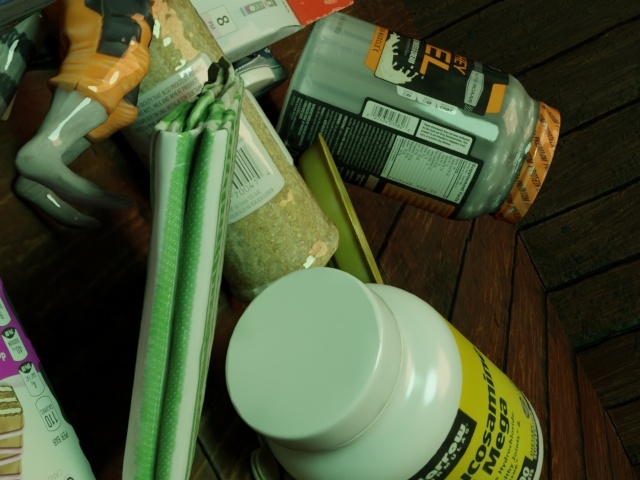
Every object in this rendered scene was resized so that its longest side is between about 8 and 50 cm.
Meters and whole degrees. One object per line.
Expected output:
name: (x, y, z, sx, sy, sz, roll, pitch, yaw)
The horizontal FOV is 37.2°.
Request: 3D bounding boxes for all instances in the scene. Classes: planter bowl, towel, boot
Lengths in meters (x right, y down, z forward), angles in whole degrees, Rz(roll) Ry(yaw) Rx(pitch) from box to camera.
planter bowl: (0.000, 0.000, 1.031, 0.217, 0.090, 0.217, -22, 90, -85)
towel: (-0.084, 0.015, 0.624, 0.325, 0.038, 0.247, -100, -163, -74)
boot: (-0.096, -0.210, 1.118, 0.086, 0.069, 0.190, 56, 12, -5)

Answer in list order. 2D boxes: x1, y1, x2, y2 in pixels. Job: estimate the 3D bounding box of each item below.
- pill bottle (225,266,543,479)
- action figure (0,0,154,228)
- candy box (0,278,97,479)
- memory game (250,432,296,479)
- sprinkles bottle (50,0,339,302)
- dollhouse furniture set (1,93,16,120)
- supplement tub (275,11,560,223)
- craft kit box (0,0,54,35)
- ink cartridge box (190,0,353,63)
pill bottle: (0.065, 0.153, 0.857, 0.334, 0.188, 0.188, 40, 31, -50)
action figure: (-0.141, -0.183, 0.565, 0.341, 0.179, 0.330, 138, -41, -83)
candy box: (-0.173, 0.147, 0.455, 0.233, 0.071, 0.159, 65, 18, -3)
memory game: (-0.010, 0.243, 0.858, 0.186, 0.012, 0.186, 53, 22, -33)
sprinkles bottle: (-0.118, -0.111, 0.839, 0.355, 0.121, 0.121, 58, 20, -23)
dollhouse furniture set: (-0.270, -0.175, 0.659, 0.144, 0.123, 0.151, 25, 79, -62)
supplement tub: (0.115, -0.142, 1.162, 0.316, 0.193, 0.193, 20, 29, -3)
craft kit box: (-0.205, -0.065, 0.362, 0.061, 0.247, 0.250, 57, 20, -15)
ink cartridge box: (-0.085, -0.308, 1.037, 0.189, 0.232, 0.066, 58, -25, 0)
